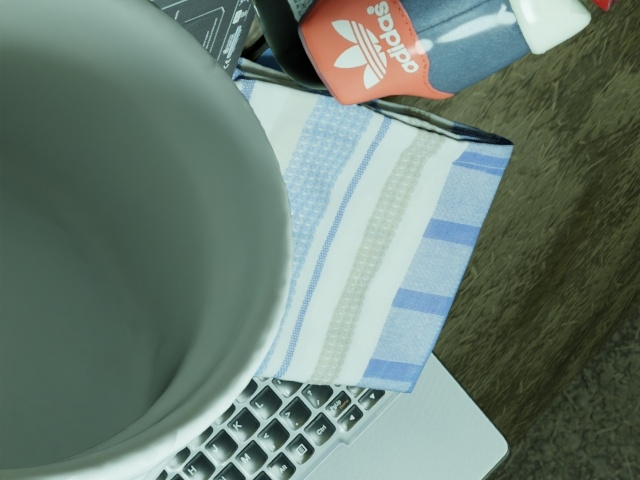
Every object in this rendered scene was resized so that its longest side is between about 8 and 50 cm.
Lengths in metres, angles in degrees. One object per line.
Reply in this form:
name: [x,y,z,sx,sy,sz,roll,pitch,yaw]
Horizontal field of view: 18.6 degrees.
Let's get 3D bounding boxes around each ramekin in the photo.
ramekin: [-0.162,0.011,0.799,0.277,0.277,0.135,-34,164,-40]

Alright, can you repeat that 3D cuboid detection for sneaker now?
sneaker: [0.032,-0.155,1.045,0.148,0.131,0.350,-26,-165,5]

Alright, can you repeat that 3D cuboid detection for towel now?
towel: [0.000,0.000,1.292,0.285,0.034,0.209,12,104,-43]

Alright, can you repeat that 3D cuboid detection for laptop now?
laptop: [-0.071,0.144,1.341,0.382,0.408,0.236,-44,-166,-14]

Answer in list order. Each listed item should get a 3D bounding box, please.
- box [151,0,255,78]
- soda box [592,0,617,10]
box: [-0.130,-0.057,1.055,0.183,0.056,0.231,-30,150,-45]
soda box: [0.218,-0.286,1.363,0.083,0.092,0.263,-42,160,-26]
